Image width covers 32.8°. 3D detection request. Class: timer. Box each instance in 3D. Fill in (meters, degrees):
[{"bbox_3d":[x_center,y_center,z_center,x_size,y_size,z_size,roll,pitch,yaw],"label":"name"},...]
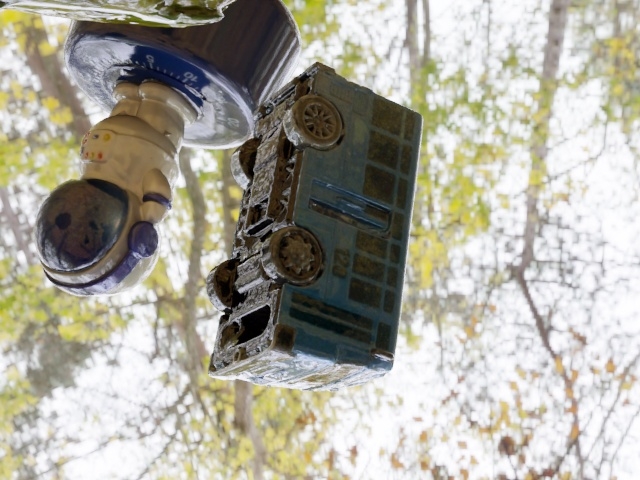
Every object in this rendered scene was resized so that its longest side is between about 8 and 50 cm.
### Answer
[{"bbox_3d":[-0.201,-0.113,1.224,0.270,0.270,0.383,11,-113,19],"label":"timer"}]

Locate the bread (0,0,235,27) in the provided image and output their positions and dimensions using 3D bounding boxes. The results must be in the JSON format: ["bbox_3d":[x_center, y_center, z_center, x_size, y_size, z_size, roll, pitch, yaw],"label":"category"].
[{"bbox_3d":[-0.169,-0.160,0.478,0.166,0.112,0.384,-3,-165,-32],"label":"bread"}]

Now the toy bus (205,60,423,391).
[{"bbox_3d":[0.000,0.000,0.833,0.134,0.116,0.233,21,-116,-27],"label":"toy bus"}]
